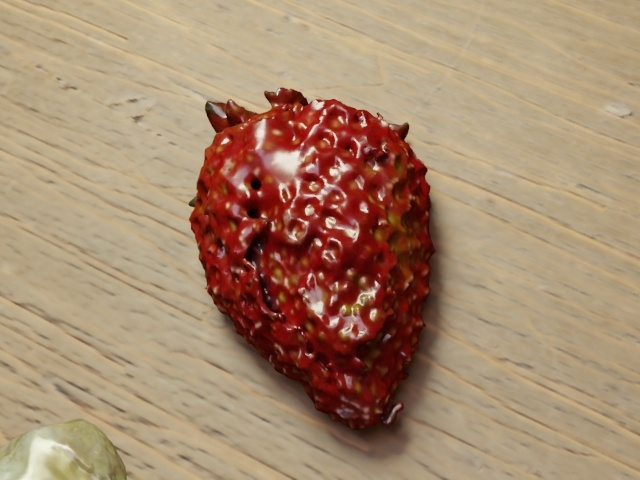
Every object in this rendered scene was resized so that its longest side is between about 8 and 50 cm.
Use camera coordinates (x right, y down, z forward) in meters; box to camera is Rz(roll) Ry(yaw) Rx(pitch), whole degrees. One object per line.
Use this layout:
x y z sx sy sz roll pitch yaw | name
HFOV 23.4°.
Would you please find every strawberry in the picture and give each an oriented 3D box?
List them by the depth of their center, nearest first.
-0.015 0.006 1.004 0.174 0.098 0.228 -3 61 10 | strawberry

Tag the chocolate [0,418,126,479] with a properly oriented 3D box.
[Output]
-0.233 0.232 0.911 0.309 0.134 0.134 -43 63 -10 | chocolate
